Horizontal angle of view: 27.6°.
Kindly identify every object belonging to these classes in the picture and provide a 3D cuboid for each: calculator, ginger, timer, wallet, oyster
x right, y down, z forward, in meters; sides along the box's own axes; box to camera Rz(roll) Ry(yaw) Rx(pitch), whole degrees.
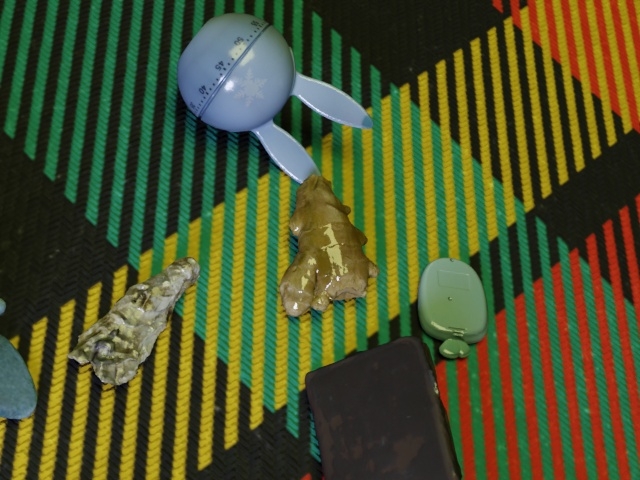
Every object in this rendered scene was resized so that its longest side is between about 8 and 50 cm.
[{"bbox_3d":[0.173,0.087,1.697,0.095,0.021,0.153,9,51,-10],"label":"calculator"},{"bbox_3d":[0.012,0.006,1.668,0.115,0.081,0.205,-5,61,18],"label":"ginger"},{"bbox_3d":[-0.076,-0.200,1.762,0.255,0.175,0.175,34,48,-27],"label":"timer"},{"bbox_3d":[0.077,0.256,1.482,0.165,0.042,0.309,-23,50,13],"label":"wallet"},{"bbox_3d":[-0.222,0.089,1.552,0.106,0.061,0.200,21,53,-1],"label":"oyster"}]

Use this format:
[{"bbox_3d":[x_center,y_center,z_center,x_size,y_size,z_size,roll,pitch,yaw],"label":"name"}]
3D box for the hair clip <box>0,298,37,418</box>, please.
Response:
[{"bbox_3d":[-0.477,0.072,1.382,0.392,0.238,0.318,-24,68,-30],"label":"hair clip"}]
